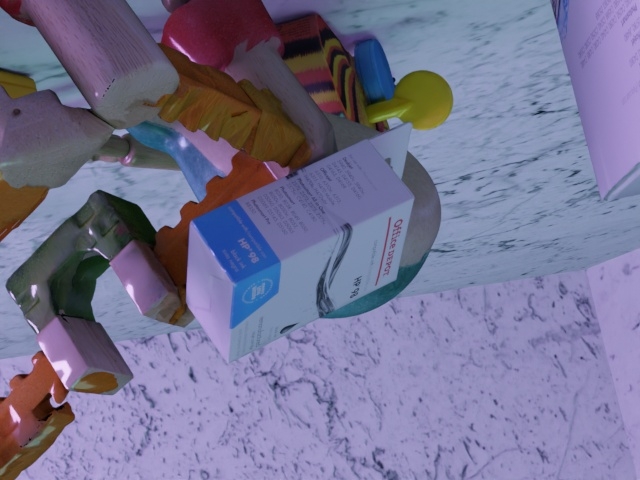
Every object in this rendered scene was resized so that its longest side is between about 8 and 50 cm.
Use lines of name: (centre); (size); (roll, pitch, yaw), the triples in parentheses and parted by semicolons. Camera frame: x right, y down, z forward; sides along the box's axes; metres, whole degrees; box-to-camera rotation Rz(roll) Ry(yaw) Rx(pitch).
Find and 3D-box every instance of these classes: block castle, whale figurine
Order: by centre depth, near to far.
block castle: (-0.238, -0.017, 1.136); (0.453, 0.213, 0.303); (-44, 153, 15)
whale figurine: (-0.042, -0.037, 1.322); (0.272, 0.141, 0.216); (28, -155, 10)

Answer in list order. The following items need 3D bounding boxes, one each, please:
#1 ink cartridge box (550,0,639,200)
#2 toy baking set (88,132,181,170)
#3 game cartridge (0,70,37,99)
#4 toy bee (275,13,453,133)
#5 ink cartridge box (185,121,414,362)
ink cartridge box: (0.233, -0.184, 0.910); (0.198, 0.270, 0.197); (-11, 171, -5)
toy baking set: (-0.208, -0.082, 1.515); (0.196, 0.030, 0.256); (4, -179, 43)
game cartridge: (-0.435, -0.084, 1.337); (0.323, 0.053, 0.285); (-19, 169, 24)
toy bee: (0.038, -0.099, 1.509); (0.195, 0.162, 0.298); (-20, 168, 35)
ink cartridge box: (0.000, 0.000, 1.142); (0.180, 0.060, 0.104); (-26, 152, -22)
